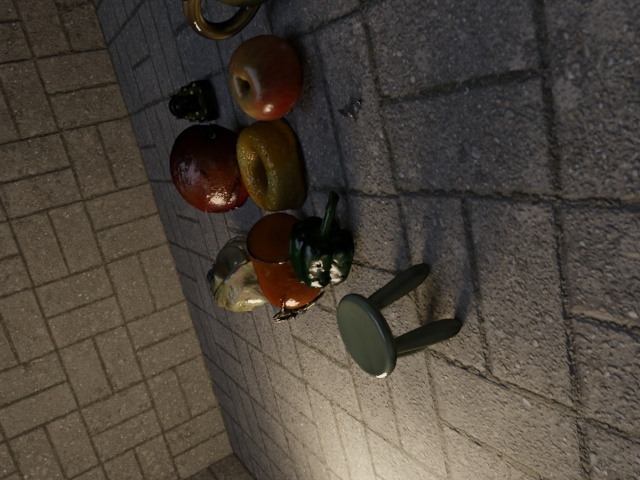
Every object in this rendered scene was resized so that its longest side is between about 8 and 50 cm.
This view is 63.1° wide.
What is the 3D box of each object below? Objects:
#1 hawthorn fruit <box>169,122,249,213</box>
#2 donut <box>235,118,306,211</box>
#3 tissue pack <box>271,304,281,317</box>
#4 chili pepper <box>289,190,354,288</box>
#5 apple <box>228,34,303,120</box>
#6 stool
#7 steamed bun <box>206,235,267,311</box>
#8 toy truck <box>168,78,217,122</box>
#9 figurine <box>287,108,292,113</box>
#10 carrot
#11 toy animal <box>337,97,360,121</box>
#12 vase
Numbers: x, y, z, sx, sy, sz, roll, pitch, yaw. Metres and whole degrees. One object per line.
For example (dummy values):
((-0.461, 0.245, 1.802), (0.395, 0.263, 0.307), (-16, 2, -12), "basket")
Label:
((-0.368, -0.243, 1.758), (0.316, 0.316, 0.315), (40, 141, 43), "hawthorn fruit")
((-0.158, -0.224, 1.576), (0.303, 0.110, 0.302), (40, 142, 42), "donut")
((-0.162, 0.205, 1.941), (0.156, 0.051, 0.112), (66, 154, 7), "tissue pack")
((0.000, 0.000, 1.392), (0.174, 0.165, 0.261), (-126, 31, -50), "chili pepper")
((-0.139, -0.420, 1.338), (0.209, 0.164, 0.209), (32, 136, 36), "apple")
((0.165, 0.181, 1.177), (0.195, 0.199, 0.195), (61, 150, 13), "stool")
((-0.314, 0.121, 1.920), (0.268, 0.207, 0.280), (-169, 80, -66), "steamed bun")
((-0.493, -0.503, 1.927), (0.224, 0.165, 0.147), (17, 124, 57), "toy truck")
((-0.109, -0.383, 1.452), (0.051, 0.047, 0.083), (1, 109, 44), "figurine")
((-0.093, 0.105, 1.584), (0.214, 0.193, 0.331), (-120, 13, -56), "carrot")
((0.069, -0.295, 1.200), (0.084, 0.028, 0.050), (-9, 92, 63), "toy animal")
((-0.241, -0.632, 1.233), (0.241, 0.302, 0.329), (50, 148, 31), "vase")
